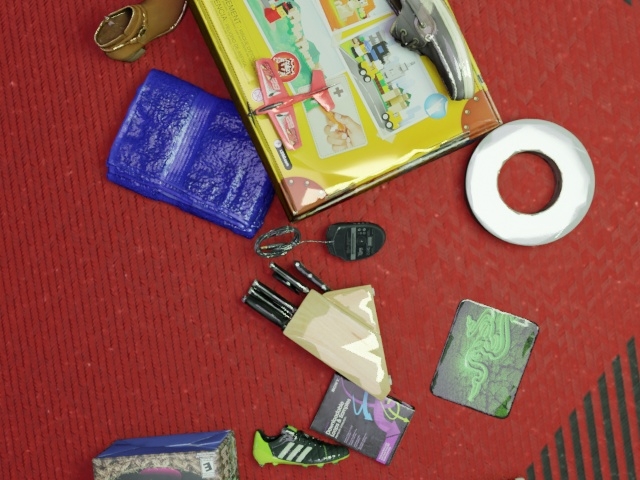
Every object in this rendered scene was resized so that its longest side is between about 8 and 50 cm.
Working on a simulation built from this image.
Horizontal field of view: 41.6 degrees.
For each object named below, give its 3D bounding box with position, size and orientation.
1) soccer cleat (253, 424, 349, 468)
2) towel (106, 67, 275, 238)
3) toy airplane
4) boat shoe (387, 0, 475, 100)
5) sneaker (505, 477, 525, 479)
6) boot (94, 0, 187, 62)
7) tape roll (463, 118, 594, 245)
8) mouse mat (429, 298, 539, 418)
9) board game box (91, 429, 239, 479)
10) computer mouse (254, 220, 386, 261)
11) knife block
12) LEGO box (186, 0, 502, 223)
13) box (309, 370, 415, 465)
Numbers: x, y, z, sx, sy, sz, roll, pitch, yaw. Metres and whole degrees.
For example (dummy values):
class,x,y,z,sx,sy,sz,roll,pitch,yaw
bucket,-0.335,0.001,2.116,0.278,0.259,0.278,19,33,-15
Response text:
class,x,y,z,sx,sy,sz,roll,pitch,yaw
soccer cleat,-0.037,0.375,1.542,0.179,0.060,0.072,-2,90,8
towel,-0.219,-0.158,1.531,0.308,0.076,0.227,23,95,4
toy airplane,-0.042,-0.218,1.295,0.151,0.028,0.151,0,89,-5
boat shoe,0.147,-0.333,1.283,0.092,0.103,0.285,-23,86,-1
sneaker,0.296,0.572,1.500,0.147,0.104,0.295,-2,85,7
boot,-0.313,-0.399,1.492,0.073,0.152,0.197,37,95,3
tape roll,0.363,-0.101,1.482,0.219,0.072,0.219,0,91,5
mouse mat,0.297,0.216,1.532,0.153,0.007,0.189,19,93,4
board game box,-0.266,0.509,1.525,0.232,0.141,0.290,-6,91,5
computer mouse,0.000,0.000,1.505,0.242,0.041,0.071,-1,108,-15
knife block,-0.013,0.165,1.505,0.242,0.088,0.275,-11,83,4
LEGO box,0.016,-0.331,1.416,0.373,0.193,0.500,-24,90,-5
box,0.076,0.325,1.544,0.162,0.029,0.116,24,94,5
